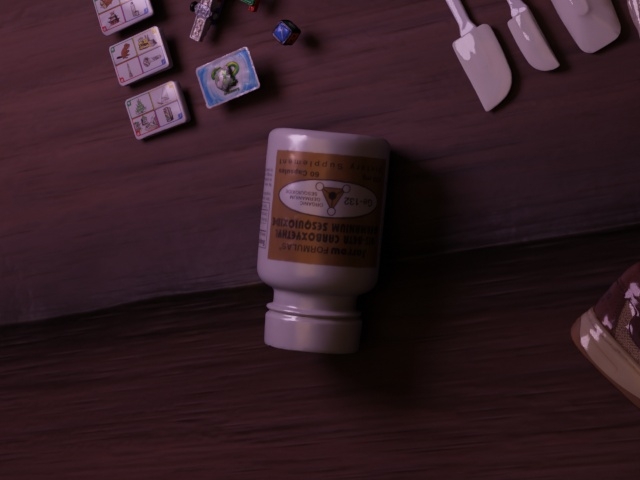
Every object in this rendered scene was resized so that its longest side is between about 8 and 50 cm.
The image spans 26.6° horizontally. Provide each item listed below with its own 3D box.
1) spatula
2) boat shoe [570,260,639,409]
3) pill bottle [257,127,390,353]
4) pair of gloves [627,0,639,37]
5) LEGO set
[{"bbox_3d":[0.192,-0.279,1.414,0.168,0.019,0.242,-30,77,27],"label":"spatula"},{"bbox_3d":[0.396,0.154,1.270,0.342,0.123,0.123,45,108,24],"label":"boat shoe"},{"bbox_3d":[0.000,0.000,1.437,0.131,0.131,0.229,6,93,24],"label":"pill bottle"},{"bbox_3d":[0.410,-0.264,1.301,0.240,0.042,0.204,-9,87,23],"label":"pair of gloves"},{"bbox_3d":[-0.134,-0.239,1.555,0.244,0.060,0.182,-19,88,30],"label":"LEGO set"}]
